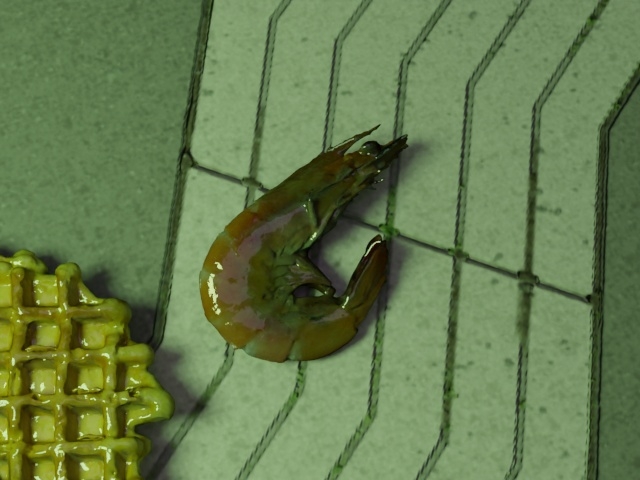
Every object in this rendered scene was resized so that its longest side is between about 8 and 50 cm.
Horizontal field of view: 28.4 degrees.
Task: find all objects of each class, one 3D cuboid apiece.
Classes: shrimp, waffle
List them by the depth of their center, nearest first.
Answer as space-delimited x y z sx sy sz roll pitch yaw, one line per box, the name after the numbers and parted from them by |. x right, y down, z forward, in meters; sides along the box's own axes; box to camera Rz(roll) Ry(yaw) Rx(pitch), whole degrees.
-0.283 0.136 1.060 0.309 0.065 0.283 40 72 13 | waffle
0.000 0.000 1.122 0.150 0.068 0.248 38 79 -4 | shrimp
